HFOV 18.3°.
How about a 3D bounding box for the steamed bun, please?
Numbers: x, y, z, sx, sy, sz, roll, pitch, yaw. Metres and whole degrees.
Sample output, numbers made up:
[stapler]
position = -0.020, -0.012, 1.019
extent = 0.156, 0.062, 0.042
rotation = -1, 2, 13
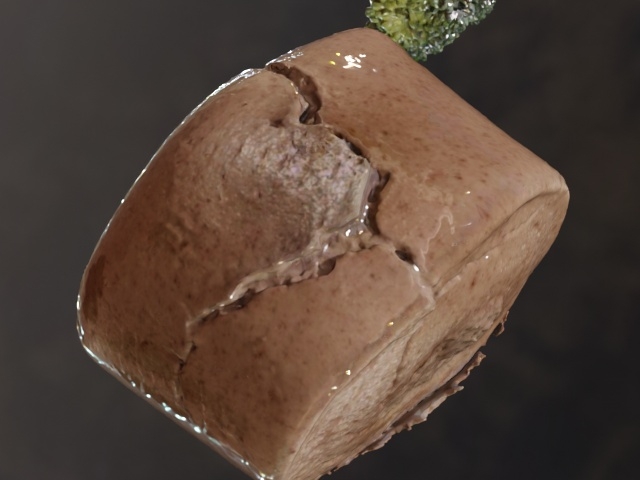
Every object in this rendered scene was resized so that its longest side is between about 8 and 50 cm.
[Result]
[steamed bun]
position = 0.000, 0.000, 1.301
extent = 0.301, 0.251, 0.199
rotation = -43, 167, -18

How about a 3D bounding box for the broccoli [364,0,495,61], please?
[broccoli]
position = 0.106, -0.280, 1.817
extent = 0.226, 0.176, 0.198
rotation = -36, -173, 26
